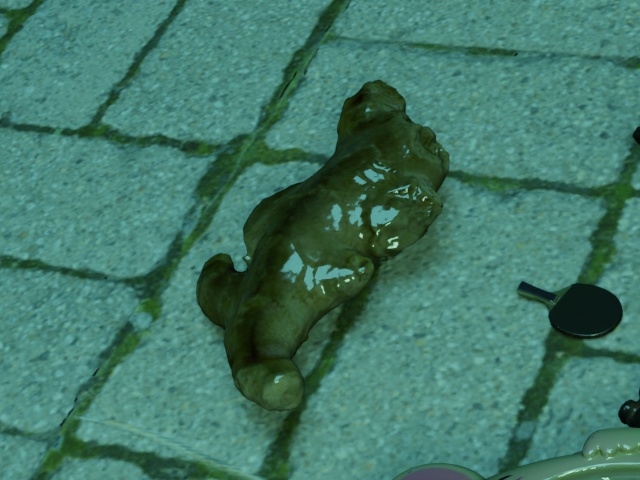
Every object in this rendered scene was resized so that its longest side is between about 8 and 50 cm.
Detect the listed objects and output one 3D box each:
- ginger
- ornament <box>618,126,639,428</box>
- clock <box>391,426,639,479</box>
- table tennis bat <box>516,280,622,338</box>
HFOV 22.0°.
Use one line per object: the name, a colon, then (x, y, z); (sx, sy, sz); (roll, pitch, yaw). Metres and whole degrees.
ginger: (0.001, -0.002, 1.274); (0.166, 0.080, 0.333); (3, 50, 43)
ornament: (0.273, 0.048, 1.090); (0.153, 0.166, 0.196); (6, 63, 54)
clock: (0.166, 0.232, 0.933); (0.309, 0.114, 0.284); (-1, 45, 19)
table tennis bat: (0.181, 0.048, 1.205); (0.083, 0.007, 0.050); (20, 54, 33)
